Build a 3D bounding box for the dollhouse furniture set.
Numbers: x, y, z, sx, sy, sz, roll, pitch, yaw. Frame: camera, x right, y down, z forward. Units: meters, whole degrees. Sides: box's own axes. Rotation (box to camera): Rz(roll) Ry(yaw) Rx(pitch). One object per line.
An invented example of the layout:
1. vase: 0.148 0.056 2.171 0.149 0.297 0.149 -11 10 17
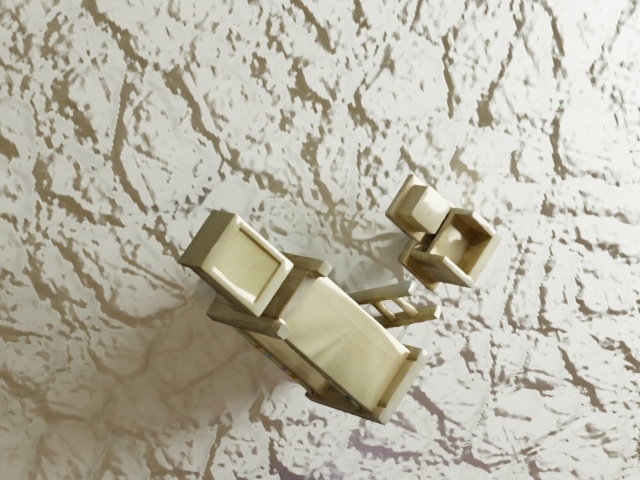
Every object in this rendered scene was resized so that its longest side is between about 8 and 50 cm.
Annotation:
1. dollhouse furniture set: 0.000 0.000 1.199 0.182 0.101 0.161 43 73 -30
